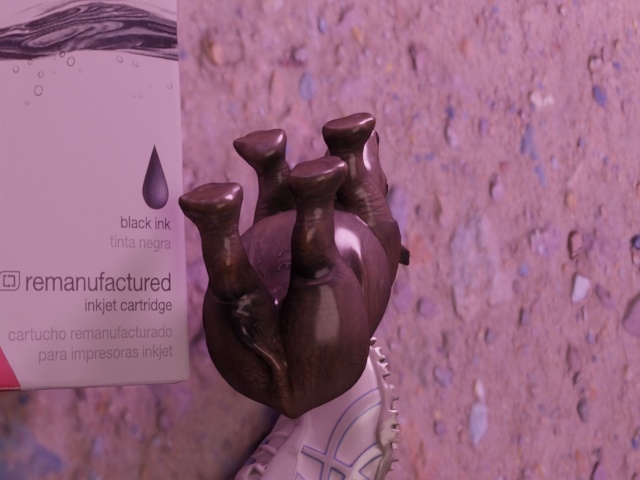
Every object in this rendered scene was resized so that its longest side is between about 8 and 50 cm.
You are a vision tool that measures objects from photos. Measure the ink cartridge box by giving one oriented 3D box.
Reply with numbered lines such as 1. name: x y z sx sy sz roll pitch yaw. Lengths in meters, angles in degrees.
1. ink cartridge box: -0.147 -0.060 0.588 0.172 0.100 0.237 2 84 -45

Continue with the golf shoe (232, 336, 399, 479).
1. golf shoe: -0.011 0.113 0.730 0.086 0.069 0.176 9 69 -24

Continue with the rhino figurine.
1. rhino figurine: 0.000 0.000 0.697 0.243 0.073 0.106 -55 138 -71
